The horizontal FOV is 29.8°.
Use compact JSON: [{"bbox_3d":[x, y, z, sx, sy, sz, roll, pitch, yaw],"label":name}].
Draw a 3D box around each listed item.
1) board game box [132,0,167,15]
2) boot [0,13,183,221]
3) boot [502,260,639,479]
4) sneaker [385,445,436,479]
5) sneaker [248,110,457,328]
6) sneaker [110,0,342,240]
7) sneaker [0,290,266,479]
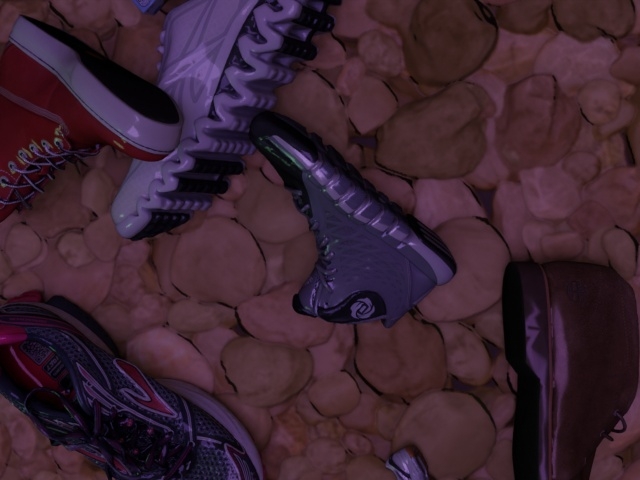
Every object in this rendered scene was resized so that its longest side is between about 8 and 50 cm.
[{"bbox_3d":[-0.128,-0.283,1.018,0.154,0.026,0.103,-44,84,15],"label":"board game box"},{"bbox_3d":[-0.218,-0.073,1.019,0.244,0.088,0.176,34,102,44],"label":"boot"},{"bbox_3d":[0.229,0.169,1.066,0.115,0.112,0.305,-2,95,-7],"label":"boot"},{"bbox_3d":[0.090,0.232,1.118,0.037,0.032,0.083,-27,90,20],"label":"sneaker"},{"bbox_3d":[0.000,0.000,1.053,0.228,0.086,0.132,39,104,-14],"label":"sneaker"},{"bbox_3d":[-0.103,-0.132,1.055,0.118,0.110,0.292,37,98,16],"label":"sneaker"},{"bbox_3d":[-0.186,0.167,1.083,0.299,0.112,0.121,34,98,-2],"label":"sneaker"}]
